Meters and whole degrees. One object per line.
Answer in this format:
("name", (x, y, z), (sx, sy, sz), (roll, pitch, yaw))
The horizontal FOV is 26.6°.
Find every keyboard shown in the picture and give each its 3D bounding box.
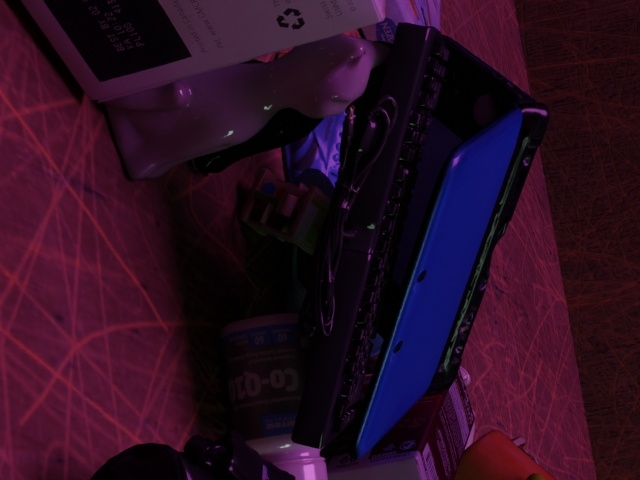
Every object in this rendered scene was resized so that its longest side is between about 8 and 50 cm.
("keyboard", (0.035, -0.002, 0.986), (0.201, 0.033, 0.317), (-3, 108, -72))

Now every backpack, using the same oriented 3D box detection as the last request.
("backpack", (-0.079, 0.194, 0.844), (0.182, 0.115, 0.152), (27, 64, -69))

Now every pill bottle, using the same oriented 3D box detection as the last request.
("pill bottle", (-0.035, 0.132, 1.082), (0.078, 0.078, 0.137), (26, 53, -68))

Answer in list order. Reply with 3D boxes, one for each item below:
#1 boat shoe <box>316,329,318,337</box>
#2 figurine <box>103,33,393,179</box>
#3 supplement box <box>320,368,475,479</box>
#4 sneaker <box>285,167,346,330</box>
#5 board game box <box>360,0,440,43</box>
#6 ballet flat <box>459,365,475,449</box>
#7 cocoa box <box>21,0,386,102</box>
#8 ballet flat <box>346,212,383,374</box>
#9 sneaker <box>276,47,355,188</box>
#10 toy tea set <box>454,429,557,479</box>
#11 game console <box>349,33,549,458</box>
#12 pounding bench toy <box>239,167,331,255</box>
("boat shoe", (-0.002, 0.078, 1.289), (0.040, 0.049, 0.142), (97, -6, -55))
("figurine", (-0.032, -0.115, 1.038), (0.215, 0.209, 0.092), (-18, 95, -72))
("supplement box", (0.058, 0.191, 1.246), (0.239, 0.130, 0.073), (-47, 123, -70))
("sneaker", (0.000, 0.000, 1.265), (0.073, 0.063, 0.162), (106, -16, -60))
("board game box", (0.087, -0.396, 1.841), (0.318, 0.066, 0.319), (-84, 155, -45))
("ballet flat", (0.141, 0.195, 1.589), (0.077, 0.079, 0.221), (37, 43, -63))
("cocoa box", (-0.116, -0.305, 0.866), (0.347, 0.231, 0.228), (60, 24, -46))
("ballet flat", (0.046, 0.005, 1.422), (0.096, 0.095, 0.280), (57, 35, -70))
("sneaker", (0.008, -0.106, 1.376), (0.069, 0.082, 0.209), (34, 48, -68))
("toy tea set", (0.169, 0.301, 1.391), (0.124, 0.200, 0.336), (49, 6, 18))
("game console", (0.066, -0.005, 1.172), (0.250, 0.173, 0.293), (46, -52, 44))
("pounding bench toy", (-0.038, -0.032, 1.198), (0.052, 0.065, 0.083), (-65, 154, -7))
